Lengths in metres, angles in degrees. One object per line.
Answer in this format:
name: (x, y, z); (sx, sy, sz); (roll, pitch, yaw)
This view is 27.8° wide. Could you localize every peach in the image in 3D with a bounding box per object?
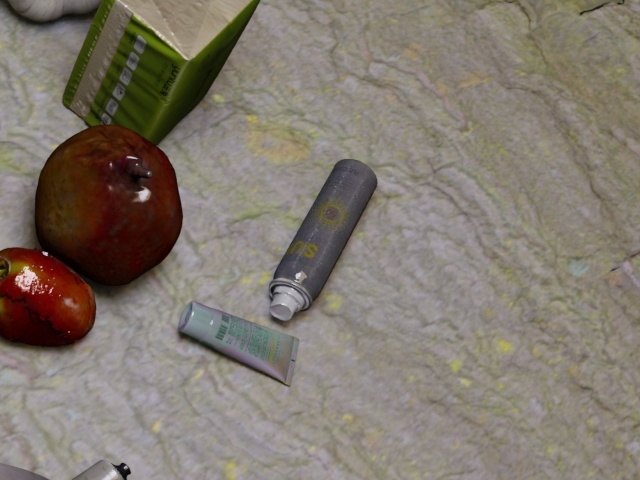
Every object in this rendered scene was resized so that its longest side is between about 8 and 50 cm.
peach: (-0.369, 0.085, 1.680); (0.172, 0.127, 0.092); (40, 42, -29)

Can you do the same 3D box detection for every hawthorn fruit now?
hawthorn fruit: (-0.268, -0.057, 1.706); (0.208, 0.248, 0.208); (11, 64, -23)

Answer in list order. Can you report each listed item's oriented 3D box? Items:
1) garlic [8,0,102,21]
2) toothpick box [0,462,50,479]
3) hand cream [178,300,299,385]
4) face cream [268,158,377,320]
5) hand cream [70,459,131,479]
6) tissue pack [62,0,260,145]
garlic: (-0.410, -0.464, 1.919); (0.245, 0.245, 0.253); (-11, 35, -28)
toothpick box: (-0.425, 0.445, 1.271); (0.409, 0.409, 0.425); (9, 65, -19)
hand cream: (-0.110, 0.138, 1.794); (0.174, 0.047, 0.076); (24, 55, -20)
face cream: (0.000, 0.000, 1.894); (0.073, 0.073, 0.283); (32, 56, -4)
hand cream: (-0.310, 0.337, 1.594); (0.186, 0.054, 0.087); (-38, 77, -27)
tissue pack: (-0.224, -0.277, 1.827); (0.167, 0.274, 0.200); (39, 54, 0)
